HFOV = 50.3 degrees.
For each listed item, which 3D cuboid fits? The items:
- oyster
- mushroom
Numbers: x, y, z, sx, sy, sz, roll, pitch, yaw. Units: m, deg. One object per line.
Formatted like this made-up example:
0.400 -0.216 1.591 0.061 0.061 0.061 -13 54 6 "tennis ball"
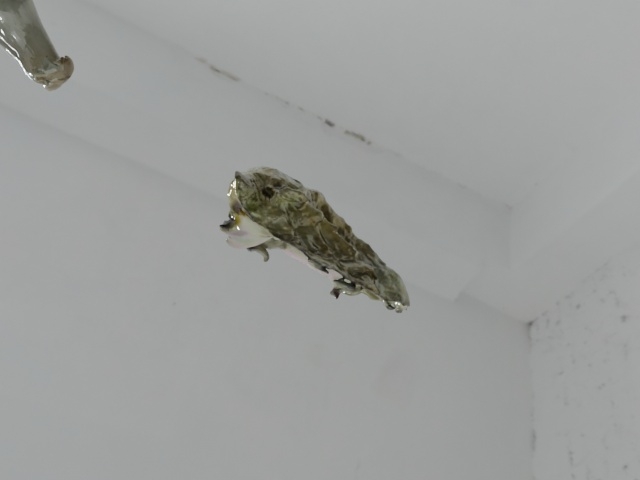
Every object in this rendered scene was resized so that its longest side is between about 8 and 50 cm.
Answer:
0.000 0.002 0.571 0.209 0.133 0.072 27 -97 -22 "oyster"
-0.502 -0.348 1.113 0.093 0.116 0.225 -45 -65 -54 "mushroom"
